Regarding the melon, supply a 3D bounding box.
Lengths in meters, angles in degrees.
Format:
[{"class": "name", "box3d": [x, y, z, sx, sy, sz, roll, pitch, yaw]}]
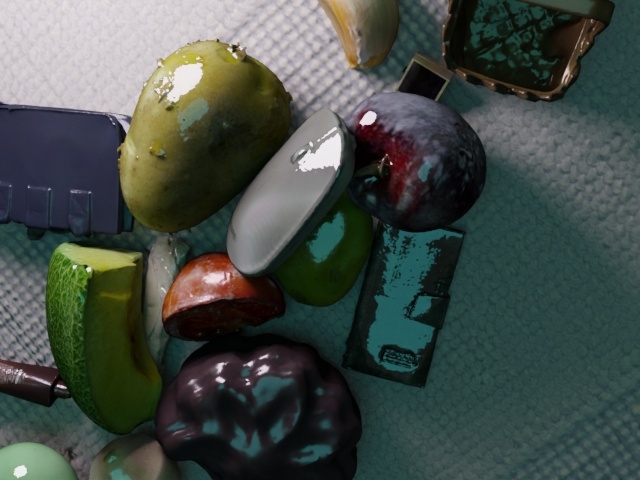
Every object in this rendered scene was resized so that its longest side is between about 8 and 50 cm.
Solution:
[{"class": "melon", "box3d": [-0.397, 0.185, 1.690, 0.226, 0.331, 0.344, 3, 96, -23]}]

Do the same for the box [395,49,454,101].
[{"class": "box", "box3d": [0.185, -0.286, 1.641, 0.083, 0.035, 0.079, 31, 134, 2]}]

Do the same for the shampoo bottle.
[{"class": "shampoo bottle", "box3d": [-0.574, 0.284, 1.837, 0.236, 0.067, 0.068, 13, 110, 6]}]

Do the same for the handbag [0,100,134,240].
[{"class": "handbag", "box3d": [-0.506, -0.119, 1.738, 0.325, 0.118, 0.269, 8, 98, 15]}]

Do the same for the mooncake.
[{"class": "mooncake", "box3d": [-0.104, 0.354, 1.694, 0.381, 0.212, 0.350, 41, 97, -11]}]

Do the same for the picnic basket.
[{"class": "picnic basket", "box3d": [0.333, -0.380, 1.485, 0.254, 0.321, 0.291, 18, 98, 9]}]

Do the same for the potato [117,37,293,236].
[{"class": "potato", "box3d": [-0.223, -0.181, 1.618, 0.359, 0.219, 0.269, -49, 128, 4]}]

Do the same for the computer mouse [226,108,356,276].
[{"class": "computer mouse", "box3d": [-0.063, -0.077, 1.541, 0.095, 0.197, 0.331, 18, 128, -32]}]

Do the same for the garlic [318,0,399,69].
[{"class": "garlic", "box3d": [0.042, -0.422, 1.623, 0.245, 0.145, 0.164, 52, 133, 0]}]

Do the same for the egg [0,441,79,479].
[{"class": "egg", "box3d": [-0.577, 0.530, 1.793, 0.220, 0.220, 0.270, -2, 99, 8]}]

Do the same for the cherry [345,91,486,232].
[{"class": "cherry", "box3d": [0.156, -0.133, 1.562, 0.255, 0.296, 0.218, 41, 118, 26]}]

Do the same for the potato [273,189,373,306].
[{"class": "potato", "box3d": [0.000, 0.000, 1.664, 0.186, 0.148, 0.253, 0, 106, -13]}]

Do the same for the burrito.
[{"class": "burrito", "box3d": [-0.311, 0.129, 1.777, 0.082, 0.059, 0.275, 21, 104, 36]}]

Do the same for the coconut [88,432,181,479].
[{"class": "coconut", "box3d": [-0.363, 0.460, 1.766, 0.170, 0.183, 0.171, -12, 52, 16]}]

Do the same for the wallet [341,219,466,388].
[{"class": "wallet", "box3d": [0.155, 0.113, 1.717, 0.169, 0.044, 0.317, 15, 101, 4]}]

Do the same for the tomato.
[{"class": "tomato", "box3d": [-0.187, 0.094, 1.696, 0.233, 0.200, 0.140, -19, 66, 14]}]
